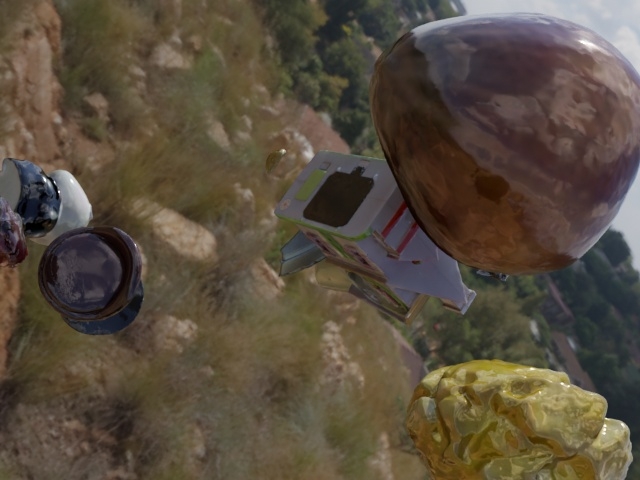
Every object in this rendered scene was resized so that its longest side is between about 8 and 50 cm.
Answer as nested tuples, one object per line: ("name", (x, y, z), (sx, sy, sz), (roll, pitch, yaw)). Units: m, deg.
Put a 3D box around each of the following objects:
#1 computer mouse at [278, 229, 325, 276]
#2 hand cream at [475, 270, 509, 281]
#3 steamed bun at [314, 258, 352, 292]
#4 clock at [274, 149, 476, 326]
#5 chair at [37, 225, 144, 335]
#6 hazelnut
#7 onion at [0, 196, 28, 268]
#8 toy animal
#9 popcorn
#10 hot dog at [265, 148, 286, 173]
("computer mouse", (0.002, 0.002, 1.492), (0.071, 0.231, 0.126), (45, -2, 16))
("hand cream", (0.361, 0.011, 1.373), (0.062, 0.163, 0.039), (21, -23, 34))
("steamed bun", (0.113, 0.019, 1.626), (0.250, 0.200, 0.155), (-23, 113, -42))
("clock", (0.111, 0.017, 1.160), (0.309, 0.166, 0.235), (43, -15, -34))
("chair", (-0.531, 0.096, 1.689), (0.227, 0.226, 0.401), (59, -19, 4))
("hazelnut", (0.224, -0.136, 0.902), (0.372, 0.315, 0.372), (29, 19, -11))
("onion", (-0.649, -0.017, 1.383), (0.184, 0.147, 0.184), (54, -9, 13))
("toy animal", (-0.732, -0.097, 1.857), (0.213, 0.212, 0.266), (64, 18, 16))
("popcorn", (0.145, 0.157, 0.543), (0.148, 0.167, 0.152), (100, 3, -46))
("hot dog", (-0.133, -0.228, 2.023), (0.034, 0.090, 0.030), (41, 33, 1))
